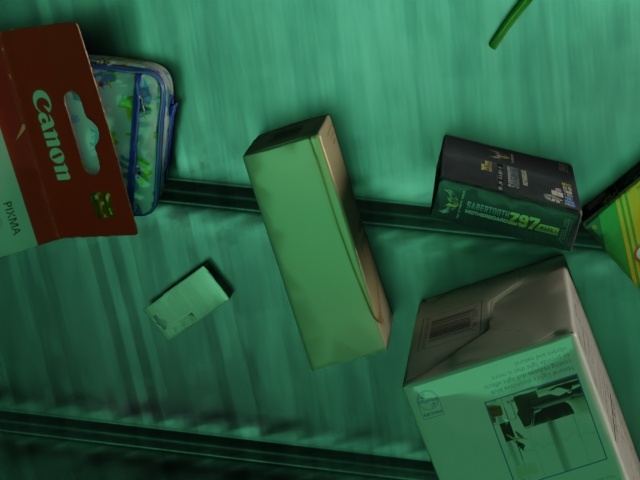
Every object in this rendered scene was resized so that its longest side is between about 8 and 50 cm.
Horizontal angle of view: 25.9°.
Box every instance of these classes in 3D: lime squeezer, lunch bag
[{"bbox_3d":[0.350,-0.357,1.826,0.310,0.059,0.110,-21,132,9],"label":"lime squeezer"},{"bbox_3d":[-0.291,-0.145,1.923,0.176,0.090,0.219,8,107,1],"label":"lunch bag"}]

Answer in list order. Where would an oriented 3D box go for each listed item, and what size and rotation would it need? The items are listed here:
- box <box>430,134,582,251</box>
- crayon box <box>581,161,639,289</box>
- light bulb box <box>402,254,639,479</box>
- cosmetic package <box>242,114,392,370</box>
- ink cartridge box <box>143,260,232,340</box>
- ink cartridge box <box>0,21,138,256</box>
[{"bbox_3d":[0.240,-0.066,1.812,0.183,0.232,0.059,14,108,3],"label":"box"},{"bbox_3d":[0.530,0.022,1.884,0.202,0.081,0.318,-41,98,14],"label":"crayon box"},{"bbox_3d":[0.283,0.258,1.830,0.225,0.358,0.361,-19,101,12],"label":"light bulb box"},{"bbox_3d":[0.000,0.000,1.894,0.113,0.160,0.309,-16,104,10],"label":"cosmetic package"},{"bbox_3d":[-0.191,0.088,2.004,0.115,0.029,0.063,-35,99,14],"label":"ink cartridge box"},{"bbox_3d":[-0.463,-0.118,1.874,0.385,0.091,0.308,-3,113,26],"label":"ink cartridge box"}]
